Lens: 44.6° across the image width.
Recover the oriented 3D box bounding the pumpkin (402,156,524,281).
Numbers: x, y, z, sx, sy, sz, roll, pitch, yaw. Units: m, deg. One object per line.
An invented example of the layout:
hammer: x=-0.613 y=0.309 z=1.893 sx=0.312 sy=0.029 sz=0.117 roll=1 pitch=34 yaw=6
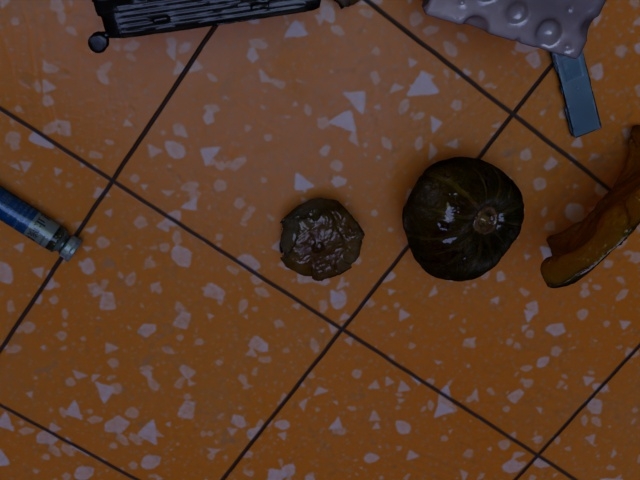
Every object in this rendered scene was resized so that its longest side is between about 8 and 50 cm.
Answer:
pumpkin: x=0.232 y=-0.040 z=1.333 sx=0.218 sy=0.162 sz=0.219 roll=-11 pitch=113 yaw=-28

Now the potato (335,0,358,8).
potato: x=0.079 y=-0.493 z=1.195 sx=0.138 sy=0.098 sz=0.243 roll=47 pitch=129 yaw=3

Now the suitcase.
suitcase: x=-0.172 y=-0.394 z=1.145 sx=0.334 sy=0.230 sz=0.152 roll=-8 pitch=117 yaw=-2

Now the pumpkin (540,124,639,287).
pumpkin: x=0.483 y=-0.051 z=1.295 sx=0.095 sy=0.258 sz=0.290 roll=38 pitch=108 yaw=4

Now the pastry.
pastry: x=0.001 y=-0.001 z=1.370 sx=0.153 sy=0.081 sz=0.153 roll=-5 pitch=111 yaw=-12

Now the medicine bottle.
medicine bottle: x=-0.504 y=-0.035 z=1.344 sx=0.191 sy=0.051 sz=0.051 roll=34 pitch=104 yaw=-13

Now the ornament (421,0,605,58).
ornament: x=0.286 y=-0.440 z=1.127 sx=0.239 sy=0.240 sz=0.239 roll=14 pitch=121 yaw=-8

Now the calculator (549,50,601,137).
calculator: x=0.436 y=-0.263 z=1.336 sx=0.057 sy=0.018 sz=0.172 roll=-21 pitch=109 yaw=5
